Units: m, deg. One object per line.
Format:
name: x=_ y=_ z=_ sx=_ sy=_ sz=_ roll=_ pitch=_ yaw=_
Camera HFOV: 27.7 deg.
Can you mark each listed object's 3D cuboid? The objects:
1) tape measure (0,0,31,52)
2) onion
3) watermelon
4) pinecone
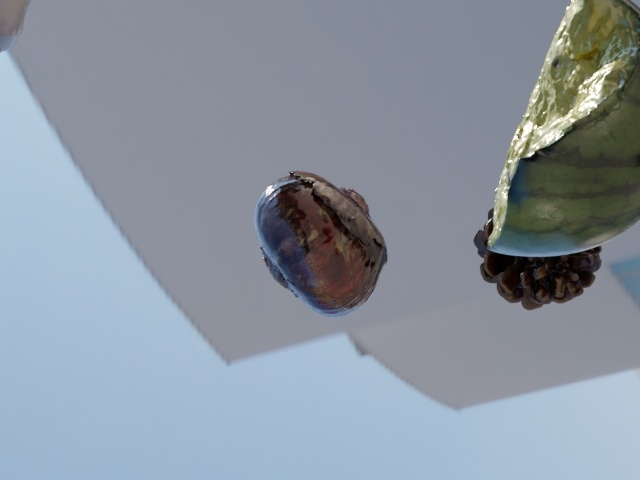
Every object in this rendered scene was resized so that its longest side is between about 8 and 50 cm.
tape measure: x=-0.398 y=-0.328 z=1.562 sx=0.197 sy=0.120 sz=0.236 roll=-110 pitch=29 yaw=-53
onion: x=0.000 y=0.000 z=2.038 sx=0.246 sy=0.190 sz=0.246 roll=48 pitch=174 yaw=7
watermelon: x=0.313 y=-0.111 z=1.479 sx=0.331 sy=0.189 sz=0.331 roll=23 pitch=-90 yaw=-81
pinecone: x=0.352 y=0.019 z=2.058 sx=0.208 sy=0.207 sz=0.208 roll=41 pitch=-140 yaw=-48
